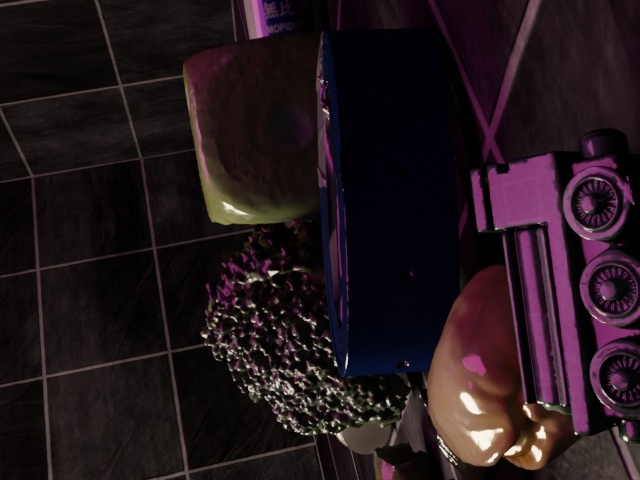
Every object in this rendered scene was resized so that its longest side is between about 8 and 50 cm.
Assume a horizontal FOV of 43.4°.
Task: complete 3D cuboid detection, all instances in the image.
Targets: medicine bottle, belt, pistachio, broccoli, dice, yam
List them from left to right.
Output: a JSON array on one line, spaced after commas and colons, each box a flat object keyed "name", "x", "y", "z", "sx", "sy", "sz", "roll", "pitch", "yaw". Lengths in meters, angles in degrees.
[{"name": "dice", "x": -0.061, "y": -0.158, "z": 1.168, "sx": 0.250, "sy": 0.251, "sz": 0.255, "roll": -154, "pitch": 56, "yaw": -82}, {"name": "medicine bottle", "x": -0.063, "y": -0.400, "z": 1.333, "sx": 0.130, "sy": 0.130, "sz": 0.341, "roll": -128, "pitch": 29, "yaw": -74}, {"name": "broccoli", "x": 0.016, "y": 0.111, "z": 1.191, "sx": 0.293, "sy": 0.347, "sz": 0.281, "roll": -50, "pitch": 1, "yaw": 30}, {"name": "medicine bottle", "x": 0.066, "y": 0.320, "z": 1.471, "sx": 0.186, "sy": 0.102, "sz": 0.103, "roll": -164, "pitch": 64, "yaw": -81}, {"name": "belt", "x": 0.063, "y": -0.040, "z": 0.814, "sx": 0.212, "sy": 0.117, "sz": 0.347, "roll": 123, "pitch": 144, "yaw": -83}, {"name": "yam", "x": 0.137, "y": 0.422, "z": 1.151, "sx": 0.093, "sy": 0.093, "sz": 0.259, "roll": 167, "pitch": 93, "yaw": -82}, {"name": "pistachio", "x": 0.140, "y": 0.094, "z": 0.591, "sx": 0.200, "sy": 0.117, "sz": 0.145, "roll": 90, "pitch": -177, "yaw": -70}]

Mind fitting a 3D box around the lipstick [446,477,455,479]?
[{"name": "lipstick", "x": 0.180, "y": 0.424, "z": 0.943, "sx": 0.068, "sy": 0.061, "sz": 0.274, "roll": -49, "pitch": 54, "yaw": 53}]

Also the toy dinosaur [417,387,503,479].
[{"name": "toy dinosaur", "x": 0.154, "y": 0.195, "z": 0.724, "sx": 0.187, "sy": 0.087, "sz": 0.179, "roll": 87, "pitch": 171, "yaw": -51}]

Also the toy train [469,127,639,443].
[{"name": "toy train", "x": 0.149, "y": 0.026, "z": 0.454, "sx": 0.111, "sy": 0.071, "sz": 0.171, "roll": -10, "pitch": 86, "yaw": 50}]

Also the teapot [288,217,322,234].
[{"name": "teapot", "x": 0.000, "y": 0.000, "z": 1.452, "sx": 0.119, "sy": 0.130, "sz": 0.166, "roll": 51, "pitch": -153, "yaw": -7}]
